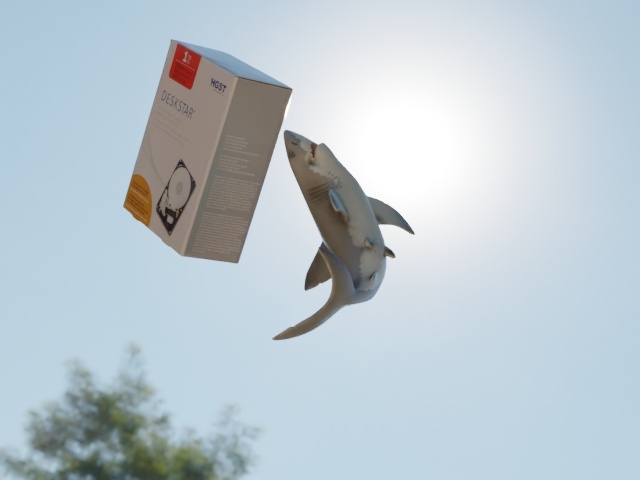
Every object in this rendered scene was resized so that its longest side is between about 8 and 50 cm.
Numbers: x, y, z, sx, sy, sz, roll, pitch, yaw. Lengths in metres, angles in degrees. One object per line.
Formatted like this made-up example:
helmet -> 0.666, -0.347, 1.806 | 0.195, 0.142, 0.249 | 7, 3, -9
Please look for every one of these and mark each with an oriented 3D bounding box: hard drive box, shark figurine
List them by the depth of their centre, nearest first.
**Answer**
shark figurine -> 0.014, 0.023, 1.409 | 0.166, 0.278, 0.116 | 35, -63, -27
hard drive box -> -0.145, -0.113, 1.736 | 0.089, 0.232, 0.181 | 9, 15, -36
